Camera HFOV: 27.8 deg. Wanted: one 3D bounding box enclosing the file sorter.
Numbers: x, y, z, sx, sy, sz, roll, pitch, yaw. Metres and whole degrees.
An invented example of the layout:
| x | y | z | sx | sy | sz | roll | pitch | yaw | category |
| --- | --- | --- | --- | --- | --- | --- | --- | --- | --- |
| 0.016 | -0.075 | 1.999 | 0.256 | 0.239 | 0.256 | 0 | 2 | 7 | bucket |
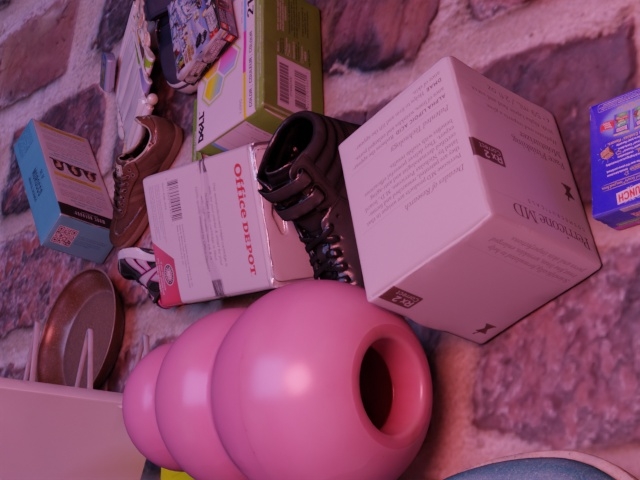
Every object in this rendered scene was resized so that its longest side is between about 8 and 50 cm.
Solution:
| x | y | z | sx | sy | sz | roll | pitch | yaw | category |
| --- | --- | --- | --- | --- | --- | --- | --- | --- | --- |
| -0.346 | 0.200 | 1.499 | 0.173 | 0.278 | 0.192 | -106 | 30 | -58 | file sorter |

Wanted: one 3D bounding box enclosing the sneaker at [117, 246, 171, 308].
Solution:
| x | y | z | sx | sy | sz | roll | pitch | yaw | category |
| --- | --- | --- | --- | --- | --- | --- | --- | --- | --- |
| -0.202 | 0.048 | 1.621 | 0.178 | 0.072 | 0.077 | -6 | 79 | 57 | sneaker |

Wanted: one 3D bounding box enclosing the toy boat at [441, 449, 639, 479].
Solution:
| x | y | z | sx | sy | sz | roll | pitch | yaw | category |
| --- | --- | --- | --- | --- | --- | --- | --- | --- | --- |
| 0.151 | 0.311 | 0.963 | 0.268 | 0.148 | 0.318 | -17 | 59 | 47 | toy boat |

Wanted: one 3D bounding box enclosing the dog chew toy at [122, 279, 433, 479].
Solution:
| x | y | z | sx | sy | sz | roll | pitch | yaw | category |
| --- | --- | --- | --- | --- | --- | --- | --- | --- | --- |
| -0.060 | 0.150 | 1.219 | 0.332 | 0.207 | 0.206 | -11 | 64 | 41 | dog chew toy |

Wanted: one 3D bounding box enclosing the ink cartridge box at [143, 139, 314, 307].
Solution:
| x | y | z | sx | sy | sz | roll | pitch | yaw | category |
| --- | --- | --- | --- | --- | --- | --- | --- | --- | --- |
| -0.095 | -0.017 | 1.455 | 0.218 | 0.092 | 0.158 | -12 | 86 | 51 | ink cartridge box |

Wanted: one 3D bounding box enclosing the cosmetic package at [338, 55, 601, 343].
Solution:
| x | y | z | sx | sy | sz | roll | pitch | yaw | category |
| --- | --- | --- | --- | --- | --- | --- | --- | --- | --- |
| 0.129 | -0.033 | 1.163 | 0.151 | 0.151 | 0.183 | -39 | 46 | 34 | cosmetic package |

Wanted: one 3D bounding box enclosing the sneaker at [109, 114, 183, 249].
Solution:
| x | y | z | sx | sy | sz | roll | pitch | yaw | category |
| --- | --- | --- | --- | --- | --- | --- | --- | --- | --- |
| -0.256 | -0.082 | 1.748 | 0.066 | 0.071 | 0.188 | 27 | 94 | 54 | sneaker |

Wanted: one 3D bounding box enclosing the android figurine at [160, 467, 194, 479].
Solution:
| x | y | z | sx | sy | sz | roll | pitch | yaw | category |
| --- | --- | --- | --- | --- | --- | --- | --- | --- | --- |
| -0.110 | 0.228 | 1.417 | 0.273 | 0.056 | 0.248 | -33 | 48 | 42 | android figurine |

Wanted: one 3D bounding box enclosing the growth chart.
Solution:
| x | y | z | sx | sy | sz | roll | pitch | yaw | category |
| --- | --- | --- | --- | --- | --- | --- | --- | --- | --- |
| -0.264 | -0.230 | 1.838 | 0.172 | 0.021 | 0.237 | 120 | 148 | -43 | growth chart |

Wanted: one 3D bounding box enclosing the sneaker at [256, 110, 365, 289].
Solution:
| x | y | z | sx | sy | sz | roll | pitch | yaw | category |
| --- | --- | --- | --- | --- | --- | --- | --- | --- | --- |
| 0.000 | 0.000 | 1.317 | 0.105 | 0.147 | 0.295 | -22 | 57 | 43 | sneaker |

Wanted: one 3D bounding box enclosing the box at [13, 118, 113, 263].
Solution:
| x | y | z | sx | sy | sz | roll | pitch | yaw | category |
| --- | --- | --- | --- | --- | --- | --- | --- | --- | --- |
| -0.366 | -0.074 | 1.862 | 0.060 | 0.101 | 0.244 | -53 | 38 | 22 | box |

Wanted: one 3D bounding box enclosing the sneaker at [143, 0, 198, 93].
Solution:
| x | y | z | sx | sy | sz | roll | pitch | yaw | category |
| --- | --- | --- | --- | --- | --- | --- | --- | --- | --- |
| -0.196 | -0.362 | 1.773 | 0.126 | 0.127 | 0.321 | -16 | 62 | 46 | sneaker |

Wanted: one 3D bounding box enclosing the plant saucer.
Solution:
| x | y | z | sx | sy | sz | roll | pitch | yaw | category |
| --- | --- | --- | --- | --- | --- | --- | --- | --- | --- |
| -0.319 | 0.136 | 1.749 | 0.199 | 0.036 | 0.198 | -28 | 51 | 41 | plant saucer |

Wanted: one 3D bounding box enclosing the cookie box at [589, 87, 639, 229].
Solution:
| x | y | z | sx | sy | sz | roll | pitch | yaw | category |
| --- | --- | --- | --- | --- | --- | --- | --- | --- | --- |
| 0.274 | -0.073 | 1.091 | 0.092 | 0.040 | 0.107 | -20 | 57 | 45 | cookie box |

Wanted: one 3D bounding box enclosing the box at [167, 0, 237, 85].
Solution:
| x | y | z | sx | sy | sz | roll | pitch | yaw | category |
| --- | --- | --- | --- | --- | --- | --- | --- | --- | --- |
| -0.145 | -0.268 | 1.577 | 0.094 | 0.027 | 0.137 | -43 | 42 | 34 | box |

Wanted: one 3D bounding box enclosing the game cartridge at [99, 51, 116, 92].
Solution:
| x | y | z | sx | sy | sz | roll | pitch | yaw | category |
| --- | --- | --- | --- | --- | --- | --- | --- | --- | --- |
| -0.318 | -0.253 | 1.933 | 0.083 | 0.017 | 0.056 | -141 | 59 | -70 | game cartridge |

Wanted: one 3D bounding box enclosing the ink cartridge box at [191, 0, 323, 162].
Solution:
| x | y | z | sx | sy | sz | roll | pitch | yaw | category |
| --- | --- | --- | --- | --- | --- | --- | --- | --- | --- |
| -0.115 | -0.170 | 1.592 | 0.255 | 0.097 | 0.188 | -29 | 51 | 40 | ink cartridge box |
